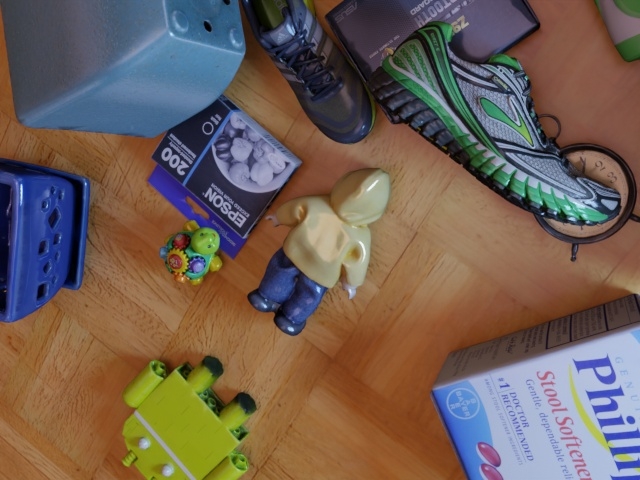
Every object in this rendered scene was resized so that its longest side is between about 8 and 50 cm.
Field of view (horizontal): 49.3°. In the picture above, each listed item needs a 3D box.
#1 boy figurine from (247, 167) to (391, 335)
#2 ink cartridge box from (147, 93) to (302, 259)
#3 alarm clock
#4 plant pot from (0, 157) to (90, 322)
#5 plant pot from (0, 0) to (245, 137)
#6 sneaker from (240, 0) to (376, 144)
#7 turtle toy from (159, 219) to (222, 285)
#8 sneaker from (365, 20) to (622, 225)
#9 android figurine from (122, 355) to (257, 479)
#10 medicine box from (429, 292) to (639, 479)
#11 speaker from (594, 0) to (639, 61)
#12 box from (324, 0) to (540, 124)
[{"bbox_3d":[0.000,0.000,1.036,0.177,0.092,0.285,37,109,10],"label":"boy figurine"},{"bbox_3d":[-0.164,-0.106,1.102,0.206,0.045,0.208,41,112,9],"label":"ink cartridge box"},{"bbox_3d":[0.333,-0.080,0.916,0.129,0.064,0.192,-29,91,22],"label":"alarm clock"},{"bbox_3d":[-0.518,-0.020,1.153,0.235,0.212,0.236,13,103,17],"label":"plant pot"},{"bbox_3d":[-0.248,-0.296,0.946,0.252,0.247,0.248,-11,87,35],"label":"plant pot"},{"bbox_3d":[-0.031,-0.263,0.983,0.111,0.121,0.300,-36,87,22],"label":"sneaker"},{"bbox_3d":[-0.206,0.019,1.119,0.130,0.066,0.095,-34,90,30],"label":"turtle toy"},{"bbox_3d":[0.225,-0.141,0.848,0.343,0.134,0.146,40,100,8],"label":"sneaker"},{"bbox_3d":[-0.237,0.327,1.200,0.273,0.056,0.248,-44,84,19],"label":"android figurine"},{"bbox_3d":[0.336,0.250,0.928,0.289,0.149,0.264,-23,91,23],"label":"medicine box"},{"bbox_3d":[0.371,-0.370,0.819,0.131,0.131,0.297,-17,93,22],"label":"speaker"},{"bbox_3d":[0.149,-0.296,0.947,0.232,0.059,0.183,-32,89,22],"label":"box"}]
